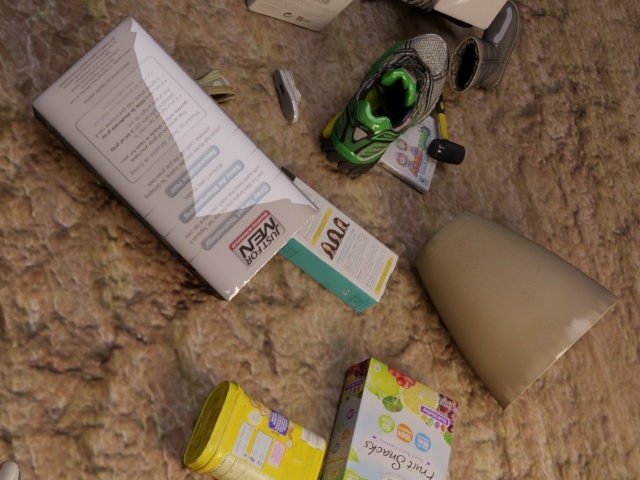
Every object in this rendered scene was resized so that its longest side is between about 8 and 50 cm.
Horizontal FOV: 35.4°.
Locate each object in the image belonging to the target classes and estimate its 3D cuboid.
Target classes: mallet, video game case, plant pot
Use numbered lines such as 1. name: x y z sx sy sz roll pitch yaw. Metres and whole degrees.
1. mallet: 0.212 -0.222 1.814 0.062 0.039 0.189 5 60 -30
2. video game case: 0.149 -0.180 1.782 0.143 0.019 0.157 32 54 -17
3. plant pot: 0.292 0.088 1.626 0.274 0.256 0.256 46 49 13

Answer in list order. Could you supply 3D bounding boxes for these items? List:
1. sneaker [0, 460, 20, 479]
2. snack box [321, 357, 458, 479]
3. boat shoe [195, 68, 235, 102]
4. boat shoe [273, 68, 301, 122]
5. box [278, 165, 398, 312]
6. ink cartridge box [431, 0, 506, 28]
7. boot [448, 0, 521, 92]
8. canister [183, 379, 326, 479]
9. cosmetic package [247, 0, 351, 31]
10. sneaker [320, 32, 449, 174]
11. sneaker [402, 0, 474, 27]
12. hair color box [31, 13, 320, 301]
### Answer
1. sneaker: -0.411 0.305 1.140 0.075 0.057 0.161 44 53 -16
2. snack box: 0.105 0.305 1.484 0.174 0.070 0.207 29 57 -21
3. boat shoe: -0.192 -0.216 1.545 0.048 0.056 0.153 49 43 1
4. boat shoe: -0.048 -0.241 1.669 0.035 0.035 0.100 -5 64 -33
5. box: 0.000 0.000 1.566 0.244 0.060 0.100 38 52 -14
6. ink cartridge box: 0.274 -0.580 1.812 0.119 0.207 0.353 14 46 -23
7. boot: 0.300 -0.364 1.856 0.208 0.076 0.189 -8 108 -59
8. canister: -0.085 0.285 1.362 0.170 0.073 0.126 33 53 -18
9. cosmetic package: -0.029 -0.490 1.724 0.151 0.151 0.183 13 62 -30
10. sneaker: 0.141 -0.251 1.704 0.134 0.146 0.343 40 52 -5
11. sneaker: 0.174 -0.476 1.889 0.282 0.099 0.153 40 47 -4
12. hair color box: -0.201 -0.109 1.406 0.374 0.113 0.185 46 79 -7
